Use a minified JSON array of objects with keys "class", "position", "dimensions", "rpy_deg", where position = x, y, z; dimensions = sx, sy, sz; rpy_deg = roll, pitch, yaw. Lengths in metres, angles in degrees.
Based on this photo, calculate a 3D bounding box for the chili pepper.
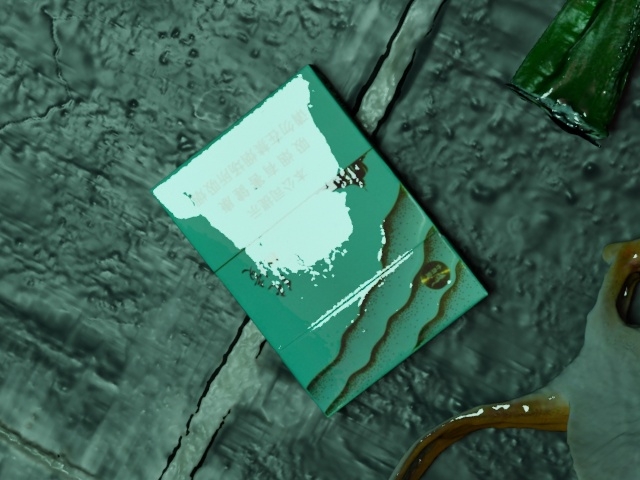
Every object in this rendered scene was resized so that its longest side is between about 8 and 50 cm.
[{"class":"chili pepper","position":[0.233,-0.188,1.482],"dimensions":[0.088,0.059,0.227],"rpy_deg":[31,93,-3]}]

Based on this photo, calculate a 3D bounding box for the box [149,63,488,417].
[{"class":"box","position":[0.000,0.000,1.521],"dimensions":[0.161,0.042,0.226],"rpy_deg":[-38,91,8]}]

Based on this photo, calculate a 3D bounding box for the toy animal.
[{"class":"toy animal","position":[0.193,0.136,1.502],"dimensions":[0.284,0.225,0.302],"rpy_deg":[13,83,24]}]
